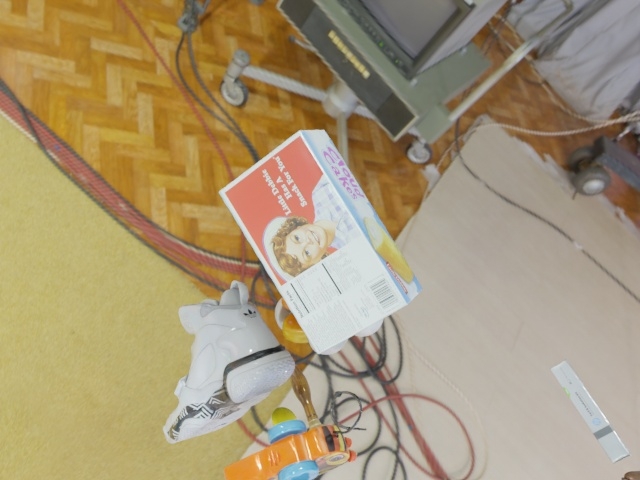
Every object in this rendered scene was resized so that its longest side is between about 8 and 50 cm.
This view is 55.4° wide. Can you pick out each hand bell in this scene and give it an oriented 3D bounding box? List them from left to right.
[{"bbox_3d":[-0.022,0.397,1.388,0.126,0.126,0.242,-6,59,-34],"label":"hand bell"}]

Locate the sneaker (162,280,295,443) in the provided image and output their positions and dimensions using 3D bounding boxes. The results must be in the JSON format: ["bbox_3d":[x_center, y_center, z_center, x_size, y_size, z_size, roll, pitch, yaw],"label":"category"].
[{"bbox_3d":[-0.209,0.240,1.183,0.137,0.366,0.210,-1,57,-49],"label":"sneaker"}]

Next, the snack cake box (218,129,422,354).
[{"bbox_3d":[0.000,0.000,0.833,0.264,0.152,0.089,59,25,3],"label":"snack cake box"}]

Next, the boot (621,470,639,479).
[{"bbox_3d":[0.385,0.218,0.677,0.106,0.037,0.114,6,86,-12],"label":"boot"}]

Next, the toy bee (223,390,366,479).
[{"bbox_3d":[-0.014,0.387,1.072,0.162,0.298,0.195,33,49,-47],"label":"toy bee"}]

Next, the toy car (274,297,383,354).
[{"bbox_3d":[0.011,0.101,1.060,0.181,0.159,0.136,-20,115,-33],"label":"toy car"}]

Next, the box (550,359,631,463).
[{"bbox_3d":[0.501,0.315,1.137,0.186,0.038,0.145,62,14,22],"label":"box"}]
